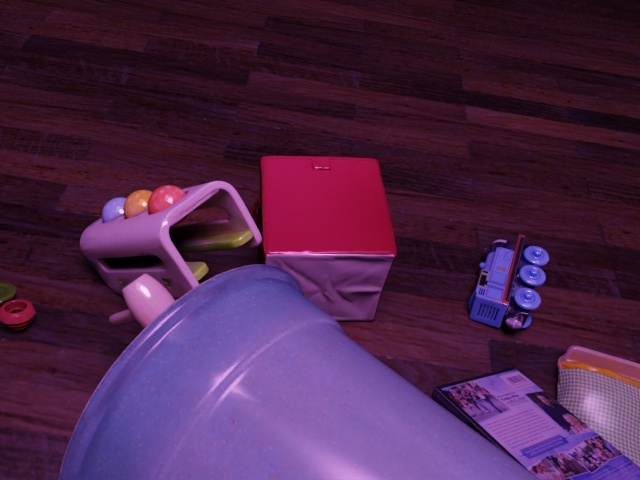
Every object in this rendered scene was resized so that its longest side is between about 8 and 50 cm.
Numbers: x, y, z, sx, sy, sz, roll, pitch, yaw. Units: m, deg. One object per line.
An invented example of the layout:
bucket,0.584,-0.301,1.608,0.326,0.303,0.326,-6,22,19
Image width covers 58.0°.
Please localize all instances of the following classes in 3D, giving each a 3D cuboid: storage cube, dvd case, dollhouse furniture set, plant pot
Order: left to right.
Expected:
storage cube,0.000,0.000,0.899,0.215,0.183,0.193,1,51,-8
plant pot,0.001,0.248,0.547,0.334,0.341,0.341,29,51,27
dvd case,0.289,0.260,0.745,0.180,0.022,0.253,-2,29,-36
dollhouse furniture set,0.495,0.246,0.792,0.302,0.151,0.197,16,50,4

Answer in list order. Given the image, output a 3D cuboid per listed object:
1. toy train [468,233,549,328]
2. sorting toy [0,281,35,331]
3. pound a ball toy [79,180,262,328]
toy train,0.315,0.066,0.965,0.105,0.080,0.184,18,50,14
sorting toy,-0.460,0.104,0.839,0.102,0.042,0.061,27,35,29
pound a ball toy,-0.236,0.011,0.775,0.319,0.135,0.208,-4,31,49
